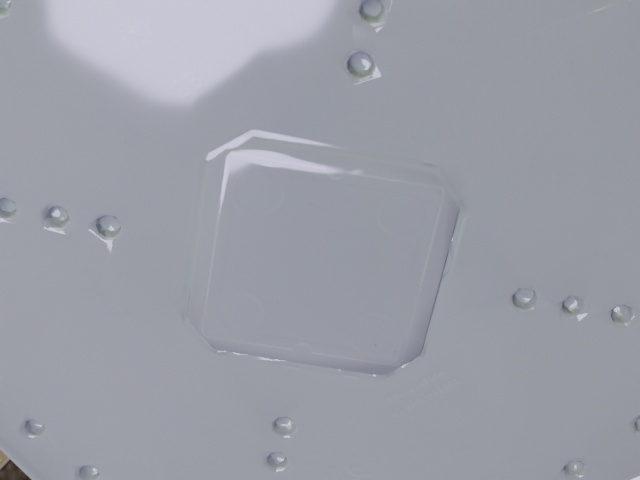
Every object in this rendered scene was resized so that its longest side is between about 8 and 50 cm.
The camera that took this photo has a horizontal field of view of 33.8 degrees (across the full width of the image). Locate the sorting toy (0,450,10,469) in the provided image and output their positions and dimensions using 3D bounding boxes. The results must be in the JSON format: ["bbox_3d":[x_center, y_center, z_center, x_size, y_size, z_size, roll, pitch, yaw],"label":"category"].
[{"bbox_3d":[-0.254,0.136,0.730,0.062,0.012,0.083,-47,70,12],"label":"sorting toy"}]

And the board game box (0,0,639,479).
[{"bbox_3d":[0.000,0.000,0.492,0.390,0.050,0.390,-31,113,17],"label":"board game box"}]
